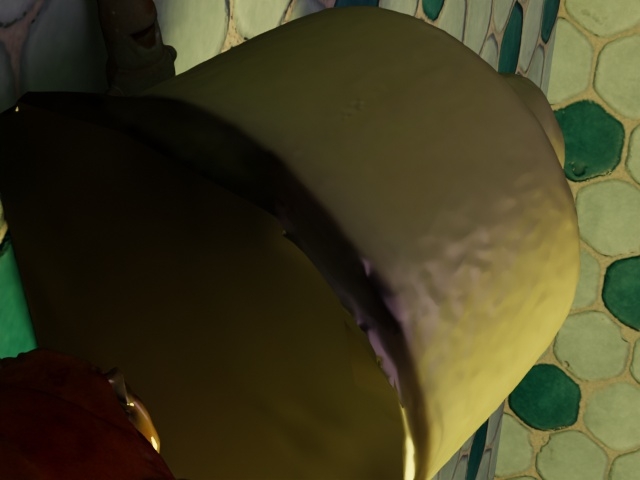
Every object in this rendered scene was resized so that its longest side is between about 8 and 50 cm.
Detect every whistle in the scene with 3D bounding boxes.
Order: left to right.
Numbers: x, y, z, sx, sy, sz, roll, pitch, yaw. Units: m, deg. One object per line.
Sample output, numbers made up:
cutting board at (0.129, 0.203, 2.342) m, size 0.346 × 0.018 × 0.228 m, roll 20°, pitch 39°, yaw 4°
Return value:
whistle at (-0.124, -0.092, 1.014) m, size 0.107 × 0.057 × 0.220 m, roll -46°, pitch 143°, yaw -36°

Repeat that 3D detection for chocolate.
chocolate at (0.000, 0.000, 0.940) m, size 0.297 × 0.326 × 0.314 m, roll -45°, pitch 145°, yaw -39°

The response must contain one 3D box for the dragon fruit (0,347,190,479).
dragon fruit at (-0.168, 0.191, 0.733) m, size 0.250 × 0.315 × 0.250 m, roll -10°, pitch 112°, yaw -24°
